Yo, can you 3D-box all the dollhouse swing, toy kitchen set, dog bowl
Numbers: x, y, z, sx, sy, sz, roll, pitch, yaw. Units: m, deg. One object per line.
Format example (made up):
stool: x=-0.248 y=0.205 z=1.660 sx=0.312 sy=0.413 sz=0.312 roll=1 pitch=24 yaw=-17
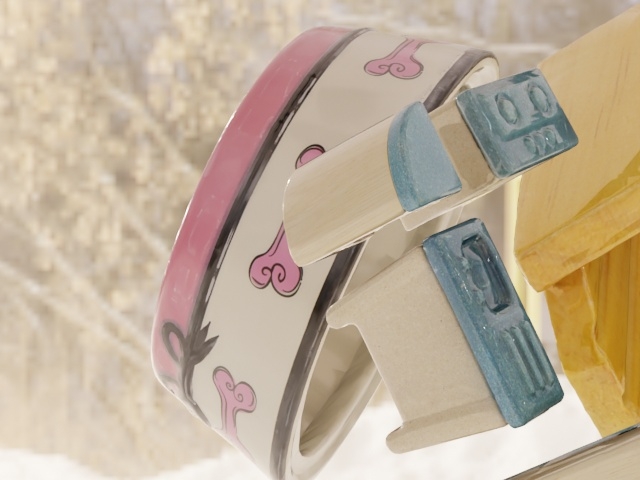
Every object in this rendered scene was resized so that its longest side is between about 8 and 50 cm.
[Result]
dollhouse swing: x=0.333 y=0.017 z=1.113 sx=0.305 sy=0.347 sz=0.315 roll=-21 pitch=27 yaw=22
toy kitchen set: x=0.103 y=0.029 z=0.788 sx=0.122 sy=0.207 sz=0.166 roll=-27 pitch=-3 yaw=32
dog bowl: x=0.000 y=0.000 z=1.586 sx=0.150 sy=0.408 sz=0.408 roll=25 pitch=7 yaw=11
